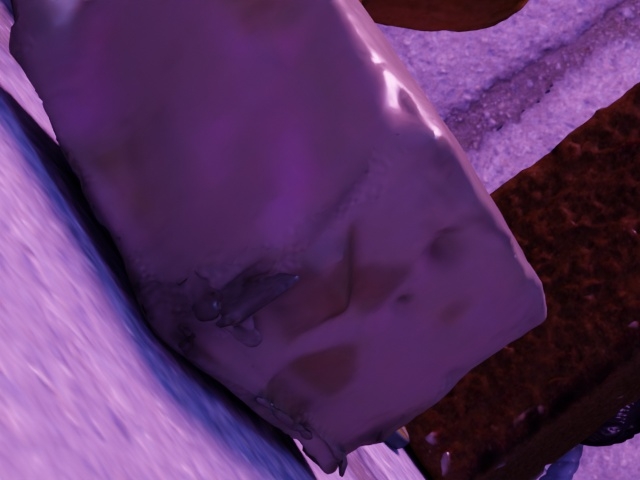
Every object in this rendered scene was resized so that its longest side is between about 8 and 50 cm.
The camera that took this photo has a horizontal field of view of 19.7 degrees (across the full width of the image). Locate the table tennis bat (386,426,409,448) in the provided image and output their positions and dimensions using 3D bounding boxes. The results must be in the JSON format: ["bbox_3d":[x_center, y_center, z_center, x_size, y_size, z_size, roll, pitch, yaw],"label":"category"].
[{"bbox_3d":[0.009,0.065,1.145,0.155,0.019,0.100,56,5,25],"label":"table tennis bat"}]

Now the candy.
[{"bbox_3d":[-0.015,-0.025,0.757,0.195,0.137,0.185,57,6,36],"label":"candy"}]

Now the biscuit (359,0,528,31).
[{"bbox_3d":[-0.089,-0.251,1.022,0.432,0.283,0.064,50,-33,25],"label":"biscuit"}]

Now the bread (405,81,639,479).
[{"bbox_3d":[0.213,-0.004,1.216,0.165,0.416,0.113,54,5,19],"label":"bread"}]

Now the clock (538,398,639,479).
[{"bbox_3d":[0.153,0.089,1.345,0.100,0.194,0.195,15,22,-48],"label":"clock"}]
